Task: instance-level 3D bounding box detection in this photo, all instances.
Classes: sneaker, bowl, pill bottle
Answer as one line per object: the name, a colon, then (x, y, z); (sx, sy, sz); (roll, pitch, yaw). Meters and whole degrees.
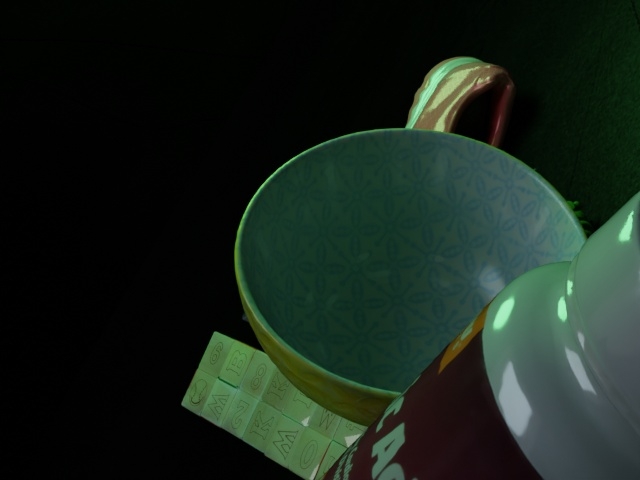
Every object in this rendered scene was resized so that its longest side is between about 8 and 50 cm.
sneaker: (0.121, -0.069, 1.469); (0.313, 0.116, 0.136); (-65, 18, -3)
bowl: (0.073, 0.060, 1.106); (0.156, 0.290, 0.289); (93, -173, -48)
pill bottle: (0.150, 0.156, 0.843); (0.392, 0.224, 0.224); (-51, 20, 36)

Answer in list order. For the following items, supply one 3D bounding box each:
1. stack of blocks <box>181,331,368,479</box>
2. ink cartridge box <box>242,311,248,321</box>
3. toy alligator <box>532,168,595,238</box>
stack of blocks: (0.014, 0.190, 1.298); (0.297, 0.171, 0.087); (18, 82, 55)
ink cartridge box: (0.000, 0.000, 1.831); (0.333, 0.065, 0.165); (-39, 29, 53)
toy alligator: (0.222, -0.013, 1.194); (0.051, 0.056, 0.189); (-14, 37, 14)
